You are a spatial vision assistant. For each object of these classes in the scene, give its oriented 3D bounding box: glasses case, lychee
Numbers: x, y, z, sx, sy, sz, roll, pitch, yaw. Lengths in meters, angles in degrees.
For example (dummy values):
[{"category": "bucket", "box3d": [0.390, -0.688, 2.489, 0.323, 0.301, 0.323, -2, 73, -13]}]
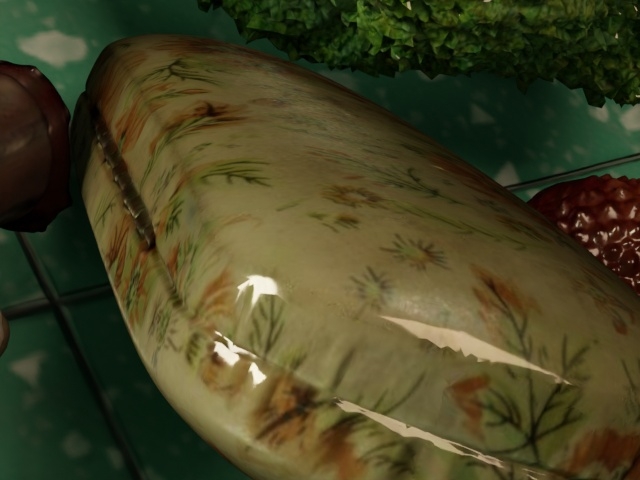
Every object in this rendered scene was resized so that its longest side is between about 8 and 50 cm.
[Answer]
[{"category": "glasses case", "box3d": [0.000, 0.000, 0.615, 0.156, 0.098, 0.425, 21, 9, -16]}, {"category": "lychee", "box3d": [0.130, 0.031, 0.818, 0.129, 0.123, 0.123, -43, 87, -10]}]

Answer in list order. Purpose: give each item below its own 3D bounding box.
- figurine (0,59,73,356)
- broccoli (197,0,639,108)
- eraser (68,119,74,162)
[{"category": "figurine", "box3d": [-0.240, 0.032, 0.558, 0.218, 0.206, 0.365, 45, 25, 5]}, {"category": "broccoli", "box3d": [0.060, -0.240, 0.823, 0.413, 0.310, 0.321, 57, 21, -4]}, {"category": "eraser", "box3d": [-0.144, -0.030, 0.745, 0.099, 0.019, 0.027, -27, 87, -44]}]
